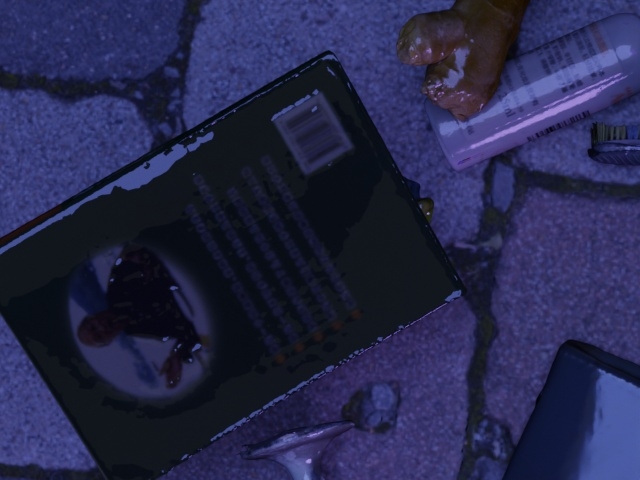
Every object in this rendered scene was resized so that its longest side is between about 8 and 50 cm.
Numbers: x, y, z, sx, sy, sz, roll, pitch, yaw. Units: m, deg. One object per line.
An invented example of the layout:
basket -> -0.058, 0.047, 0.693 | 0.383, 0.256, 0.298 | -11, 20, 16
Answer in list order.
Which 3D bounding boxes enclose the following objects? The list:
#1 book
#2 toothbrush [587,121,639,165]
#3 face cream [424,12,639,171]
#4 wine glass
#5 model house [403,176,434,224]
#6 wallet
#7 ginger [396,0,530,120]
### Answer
book -> -0.088, 0.032, 1.656 | 0.371, 0.043, 0.260 | -30, 103, -1
toothbrush -> 0.458, -0.094, 1.737 | 0.413, 0.035, 0.042 | 0, 66, 11
face cream -> 0.234, -0.152, 1.764 | 0.269, 0.082, 0.082 | -23, 82, 10
wine glass -> 0.009, 0.297, 1.760 | 0.126, 0.126, 0.241 | -17, 82, 10
model house -> 0.000, 0.000, 1.755 | 0.189, 0.195, 0.214 | 18, 92, 4
wallet -> 0.269, 0.300, 1.730 | 0.252, 0.083, 0.360 | 23, 92, 18
ginger -> 0.180, -0.241, 1.739 | 0.065, 0.118, 0.299 | 14, 57, 46
